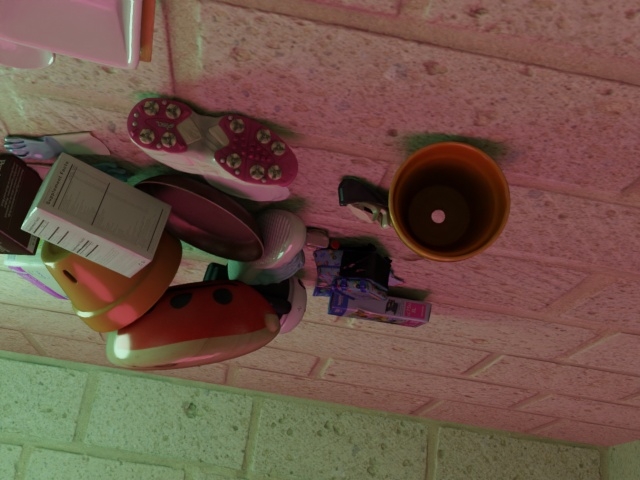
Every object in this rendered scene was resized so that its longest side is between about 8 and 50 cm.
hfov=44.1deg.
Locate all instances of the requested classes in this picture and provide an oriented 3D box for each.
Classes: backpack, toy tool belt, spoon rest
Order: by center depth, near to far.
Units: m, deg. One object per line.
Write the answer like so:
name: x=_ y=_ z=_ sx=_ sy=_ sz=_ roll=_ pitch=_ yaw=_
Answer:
spoon rest: x=-0.485 y=-0.324 z=1.133 sx=0.137 sy=0.084 sz=0.276 roll=3 pitch=157 yaw=13
toy tool belt: x=0.000 y=0.000 z=1.819 sx=0.083 sy=0.052 sz=0.051 roll=11 pitch=-176 yaw=-10
backpack: x=0.066 y=0.075 z=1.869 sx=0.173 sy=0.117 sz=0.158 roll=2 pitch=166 yaw=23

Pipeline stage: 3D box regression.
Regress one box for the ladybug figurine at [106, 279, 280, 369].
ladybug figurine: x=-0.301 y=0.188 z=1.832 sx=0.449 sy=0.162 sz=0.305 roll=-9 pitch=-172 yaw=20

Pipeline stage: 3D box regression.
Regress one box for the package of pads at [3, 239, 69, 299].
package of pads: x=-0.693 y=0.085 z=2.187 sx=0.229 sy=0.101 sz=0.296 roll=2 pitch=158 yaw=15

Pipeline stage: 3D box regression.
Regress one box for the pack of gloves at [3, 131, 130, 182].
pack of gloves: x=-0.523 y=-0.151 z=1.622 sx=0.232 sy=0.046 sz=0.195 roll=0 pitch=158 yaw=18

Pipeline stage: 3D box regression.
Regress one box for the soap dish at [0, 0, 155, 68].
soap dish: x=-0.311 y=-0.346 z=0.971 sx=0.228 sy=0.118 sz=0.291 roll=12 pitch=158 yaw=-10

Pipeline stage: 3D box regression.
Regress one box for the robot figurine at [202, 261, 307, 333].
robot figurine: x=-0.169 y=0.141 z=2.056 sx=0.278 sy=0.209 sz=0.174 roll=19 pitch=130 yaw=-23

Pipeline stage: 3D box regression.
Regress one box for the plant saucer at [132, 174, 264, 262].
plant saucer: x=-0.252 y=-0.052 z=1.686 sx=0.310 sy=0.050 sz=0.311 roll=22 pitch=157 yaw=10

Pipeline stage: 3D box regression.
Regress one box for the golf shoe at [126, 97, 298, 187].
golf shoe: x=-0.190 y=-0.164 z=1.413 sx=0.306 sy=0.115 sz=0.140 roll=19 pitch=166 yaw=-7

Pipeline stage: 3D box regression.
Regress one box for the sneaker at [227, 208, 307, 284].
sneaker: x=-0.089 y=0.016 z=1.807 sx=0.150 sy=0.135 sz=0.366 roll=0 pitch=167 yaw=-26

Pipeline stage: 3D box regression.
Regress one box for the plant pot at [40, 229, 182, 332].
plant pot: x=-0.491 y=0.035 z=1.796 sx=0.290 sy=0.291 sz=0.203 roll=-10 pitch=136 yaw=37

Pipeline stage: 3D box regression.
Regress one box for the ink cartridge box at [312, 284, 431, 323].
ink cartridge box: x=0.131 y=0.183 z=2.162 sx=0.311 sy=0.065 sz=0.186 roll=11 pitch=168 yaw=-2

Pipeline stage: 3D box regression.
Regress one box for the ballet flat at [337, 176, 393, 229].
ballet flat: x=0.118 y=-0.061 z=1.587 sx=0.203 sy=0.074 sz=0.074 roll=21 pitch=155 yaw=-30

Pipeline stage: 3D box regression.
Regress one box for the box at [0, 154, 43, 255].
box: x=-0.725 y=-0.076 z=1.711 sx=0.203 sy=0.169 sz=0.167 roll=1 pitch=157 yaw=16

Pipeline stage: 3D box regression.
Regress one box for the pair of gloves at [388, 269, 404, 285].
pair of gloves: x=0.118 y=0.099 z=2.045 sx=0.159 sy=0.023 sz=0.198 roll=26 pitch=153 yaw=-37

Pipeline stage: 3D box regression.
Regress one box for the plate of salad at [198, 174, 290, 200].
plate of salad: x=-0.153 y=-0.126 z=1.553 sx=0.199 sy=0.048 sz=0.200 roll=15 pitch=166 yaw=4

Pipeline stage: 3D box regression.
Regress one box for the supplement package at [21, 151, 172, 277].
supplement package: x=-0.453 y=-0.048 z=1.603 sx=0.244 sy=0.139 sz=0.134 roll=28 pitch=149 yaw=-22

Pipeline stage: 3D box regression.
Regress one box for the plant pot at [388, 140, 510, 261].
plant pot: x=0.223 y=-0.057 z=1.423 sx=0.205 sy=0.205 sz=0.188 roll=6 pitch=174 yaw=4
